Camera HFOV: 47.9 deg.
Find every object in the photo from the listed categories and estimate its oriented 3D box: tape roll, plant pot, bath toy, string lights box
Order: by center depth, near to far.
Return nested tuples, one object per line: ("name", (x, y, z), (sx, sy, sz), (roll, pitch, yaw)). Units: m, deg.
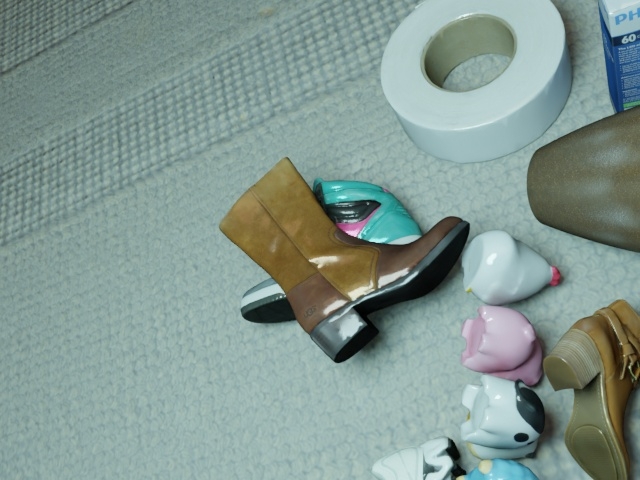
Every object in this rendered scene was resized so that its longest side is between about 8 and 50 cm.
("bath toy", (0.238, 0.154, 0.901), (0.129, 0.151, 0.348), (12, 62, -9))
("plant pot", (0.392, -0.076, 0.913), (0.230, 0.215, 0.215), (-1, 64, 44))
("string lights box", (0.438, -0.252, 0.927), (0.133, 0.260, 0.077), (-14, 59, 19))
("tape roll", (0.241, -0.267, 1.130), (0.286, 0.100, 0.286), (-12, 61, 21))

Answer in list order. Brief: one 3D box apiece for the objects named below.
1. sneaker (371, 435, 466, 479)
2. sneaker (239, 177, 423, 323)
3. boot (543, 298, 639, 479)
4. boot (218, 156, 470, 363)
("sneaker", (0.123, 0.383, 0.847), (0.118, 0.110, 0.292), (-13, 52, 15))
("sneaker", (0.000, 0.000, 1.094), (0.295, 0.124, 0.178), (-22, 62, 6))
("boot", (0.351, 0.179, 0.855), (0.152, 0.197, 0.073), (-29, 14, -33))
("boot", (0.031, -0.013, 1.005), (0.264, 0.096, 0.280), (-43, 64, 5))
